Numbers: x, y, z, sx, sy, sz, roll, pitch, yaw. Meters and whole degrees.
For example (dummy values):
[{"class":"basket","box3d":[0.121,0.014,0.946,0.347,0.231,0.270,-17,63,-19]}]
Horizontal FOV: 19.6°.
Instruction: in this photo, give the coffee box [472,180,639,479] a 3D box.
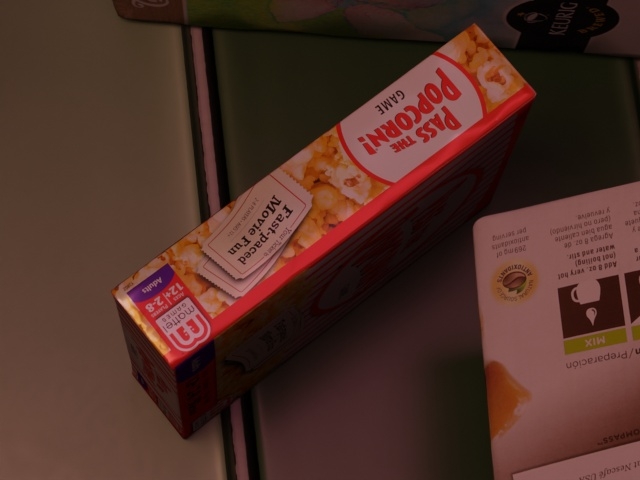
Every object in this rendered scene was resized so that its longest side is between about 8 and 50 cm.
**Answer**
[{"class":"coffee box","box3d":[0.136,0.118,0.763,0.098,0.141,0.246,-13,59,18]}]

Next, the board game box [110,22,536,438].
[{"class":"board game box","box3d":[0.000,0.000,0.826,0.193,0.147,0.045,-37,78,-12]}]

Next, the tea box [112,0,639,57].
[{"class":"tea box","box3d":[0.065,-0.243,0.807,0.323,0.329,0.220,5,73,0]}]
